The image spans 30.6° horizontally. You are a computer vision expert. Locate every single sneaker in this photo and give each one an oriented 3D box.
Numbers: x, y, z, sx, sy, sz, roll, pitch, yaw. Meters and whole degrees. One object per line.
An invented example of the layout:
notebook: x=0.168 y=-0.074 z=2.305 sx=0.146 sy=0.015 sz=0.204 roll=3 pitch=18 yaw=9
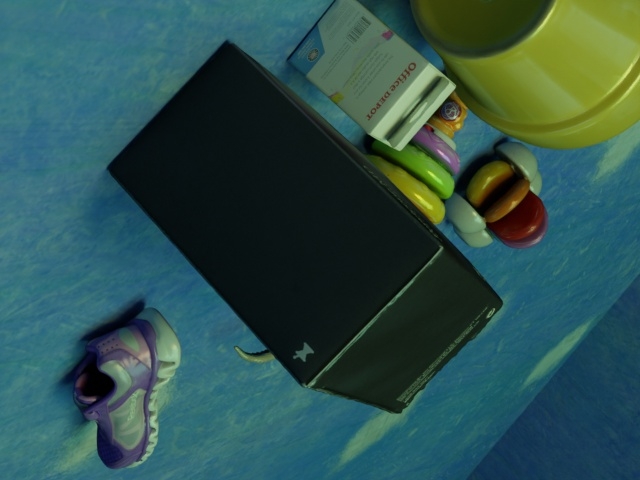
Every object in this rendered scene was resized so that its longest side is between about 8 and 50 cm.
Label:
sneaker: x=-0.239 y=0.180 z=1.341 sx=0.104 sy=0.095 sz=0.236 roll=-17 pitch=141 yaw=-37

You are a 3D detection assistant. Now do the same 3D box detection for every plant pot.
plant pot: x=0.215 y=-0.234 z=1.194 sx=0.254 sy=0.254 sz=0.239 roll=-52 pitch=151 yaw=17

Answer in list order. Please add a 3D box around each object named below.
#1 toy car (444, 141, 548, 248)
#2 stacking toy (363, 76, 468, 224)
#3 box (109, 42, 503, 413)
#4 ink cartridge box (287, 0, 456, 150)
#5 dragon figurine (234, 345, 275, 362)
toy car: x=0.286 y=-0.049 z=1.781 sx=0.159 sy=0.136 sz=0.182 roll=-45 pitch=158 yaw=-1
stacking toy: x=0.111 y=-0.085 z=1.431 sx=0.302 sy=0.175 sz=0.166 roll=-56 pitch=157 yaw=-4
box: x=0.000 y=0.000 z=1.156 sx=0.183 sy=0.296 sz=0.294 roll=-47 pitch=158 yaw=5
ink cartridge box: x=0.059 y=-0.163 z=1.176 sx=0.092 sy=0.143 sz=0.090 roll=-49 pitch=158 yaw=11
dragon figurine: x=-0.001 y=0.088 z=1.588 sx=0.289 sy=0.144 sz=0.085 roll=-14 pitch=149 yaw=-19
